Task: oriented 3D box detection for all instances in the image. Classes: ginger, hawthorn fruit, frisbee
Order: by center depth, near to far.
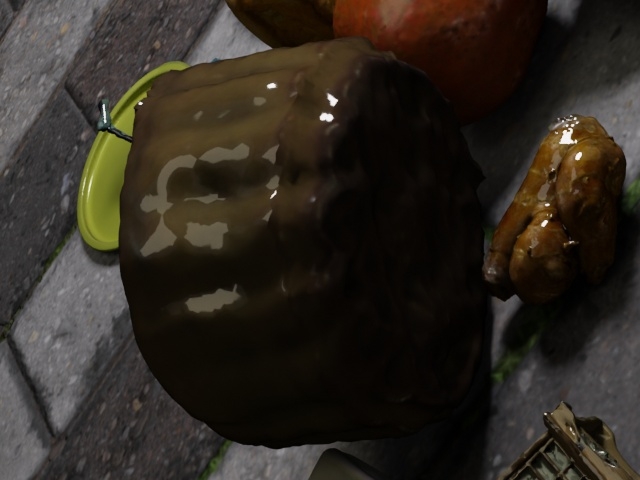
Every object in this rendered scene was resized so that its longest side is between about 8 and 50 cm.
[{"bbox_3d":[0.189,-0.013,1.297,0.162,0.073,0.103,-64,20,9],"label":"ginger"},{"bbox_3d":[0.108,-0.191,1.443,0.189,0.189,0.189,-32,45,37],"label":"hawthorn fruit"},{"bbox_3d":[-0.202,-0.094,1.913,0.236,0.017,0.236,-31,46,38],"label":"frisbee"}]

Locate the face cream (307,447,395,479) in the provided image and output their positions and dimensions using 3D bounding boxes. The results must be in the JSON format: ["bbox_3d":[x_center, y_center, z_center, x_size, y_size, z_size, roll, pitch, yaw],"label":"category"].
[{"bbox_3d":[-0.020,0.345,1.312,0.173,0.081,0.349,28,90,52],"label":"face cream"}]

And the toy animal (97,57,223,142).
[{"bbox_3d":[-0.145,-0.134,1.805,0.253,0.070,0.079,-15,46,41],"label":"toy animal"}]

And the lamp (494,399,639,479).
[{"bbox_3d":[0.091,0.257,1.165,0.325,0.090,0.089,-46,59,9],"label":"lamp"}]

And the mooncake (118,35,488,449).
[{"bbox_3d":[-0.001,0.002,1.301,0.187,0.324,0.324,-9,59,31],"label":"mooncake"}]

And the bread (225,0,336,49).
[{"bbox_3d":[0.013,-0.331,1.658,0.132,0.166,0.294,-2,66,52],"label":"bread"}]
